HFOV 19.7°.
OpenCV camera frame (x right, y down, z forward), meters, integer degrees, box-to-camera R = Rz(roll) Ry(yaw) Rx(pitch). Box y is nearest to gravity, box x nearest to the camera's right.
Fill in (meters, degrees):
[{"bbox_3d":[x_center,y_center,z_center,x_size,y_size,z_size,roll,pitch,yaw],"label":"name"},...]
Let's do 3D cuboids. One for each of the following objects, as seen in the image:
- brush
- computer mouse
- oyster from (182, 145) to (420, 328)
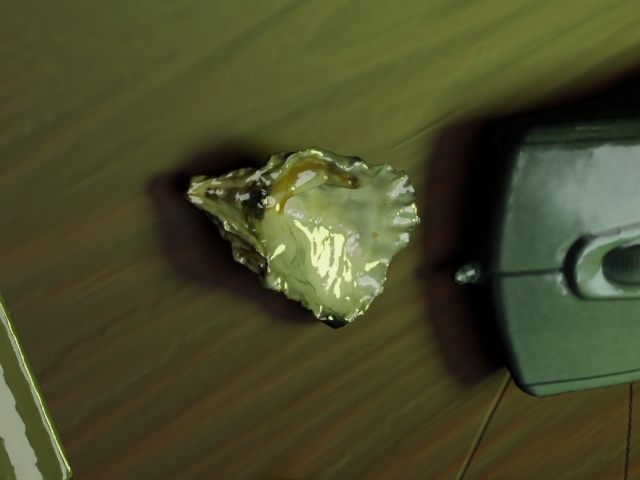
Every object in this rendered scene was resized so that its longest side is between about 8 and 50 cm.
[{"bbox_3d":[-0.191,0.001,0.869,0.054,0.048,0.282,-30,111,-31],"label":"brush"},{"bbox_3d":[0.245,-0.018,1.158,0.371,0.122,0.188,-17,111,-30],"label":"computer mouse"},{"bbox_3d":[0.000,0.000,1.013,0.146,0.045,0.122,-28,115,-37],"label":"oyster"}]
